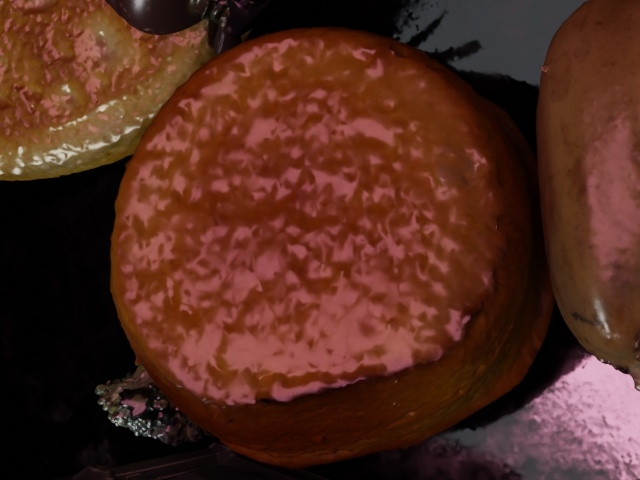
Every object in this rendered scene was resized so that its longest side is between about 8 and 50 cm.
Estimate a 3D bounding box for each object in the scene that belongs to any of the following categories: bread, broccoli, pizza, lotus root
[{"bbox_3d":[0.005,-0.003,0.980,0.312,0.172,0.312,-2,78,9],"label":"bread"},{"bbox_3d":[-0.110,0.052,1.102,0.122,0.118,0.204,-22,72,56],"label":"broccoli"},{"bbox_3d":[-0.207,-0.131,1.166,0.258,0.087,0.268,35,106,20],"label":"pizza"},{"bbox_3d":[0.215,-0.047,0.907,0.160,0.146,0.284,-2,85,9],"label":"lotus root"}]

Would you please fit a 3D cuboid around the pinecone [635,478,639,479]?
[{"bbox_3d":[0.222,0.267,0.838,0.243,0.243,0.257,23,99,26],"label":"pinecone"}]

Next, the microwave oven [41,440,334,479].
[{"bbox_3d":[-0.082,0.229,1.003,0.194,0.240,0.145,19,99,27],"label":"microwave oven"}]

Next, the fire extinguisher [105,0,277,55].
[{"bbox_3d":[-0.147,-0.249,1.029,0.337,0.114,0.135,45,153,16],"label":"fire extinguisher"}]
